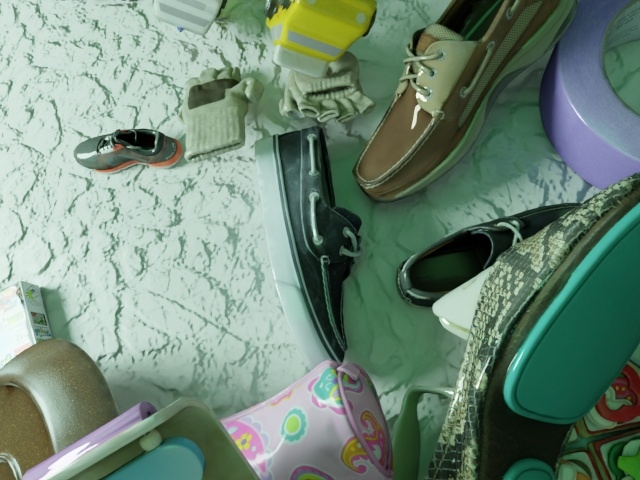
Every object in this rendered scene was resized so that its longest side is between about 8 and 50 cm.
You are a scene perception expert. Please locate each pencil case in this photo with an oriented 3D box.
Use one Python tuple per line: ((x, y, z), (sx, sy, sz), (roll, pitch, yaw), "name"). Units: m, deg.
((-0.072, 0.217, 0.481), (0.284, 0.124, 0.124), (-27, 70, 14), "pencil case")

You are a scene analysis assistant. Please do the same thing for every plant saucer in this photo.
((-0.299, 0.257, 0.500), (0.310, 0.050, 0.311), (-6, 79, 34), "plant saucer")

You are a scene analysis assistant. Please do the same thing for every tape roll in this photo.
((0.399, -0.178, 0.552), (0.274, 0.090, 0.275), (-3, 73, 9), "tape roll")

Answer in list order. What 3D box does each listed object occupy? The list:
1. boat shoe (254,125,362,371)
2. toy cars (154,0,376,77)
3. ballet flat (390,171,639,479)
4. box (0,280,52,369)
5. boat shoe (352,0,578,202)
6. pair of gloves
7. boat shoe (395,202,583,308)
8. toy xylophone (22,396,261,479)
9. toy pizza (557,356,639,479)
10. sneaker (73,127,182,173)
((0.000, 0.000, 0.568), (0.102, 0.108, 0.301), (-16, 64, 7), "boat shoe")
((-0.098, -0.274, 0.616), (0.393, 0.176, 0.087), (24, 103, 28), "toy cars")
((0.153, 0.155, 0.450), (0.182, 0.164, 0.483), (18, 85, 56), "ballet flat")
((-0.450, 0.149, 0.637), (0.207, 0.036, 0.114), (-27, 70, 1), "box")
((0.139, -0.190, 0.558), (0.324, 0.116, 0.123), (-52, 41, 5), "boat shoe")
((-0.067, -0.186, 0.636), (0.240, 0.042, 0.204), (-20, 45, -2), "pair of gloves")
((0.196, 0.015, 0.538), (0.233, 0.079, 0.084), (-19, 69, 3), "boat shoe")
((-0.100, 0.278, 0.374), (0.236, 0.081, 0.323), (-40, 98, 2), "toy xylophone")
((0.264, 0.199, 0.491), (0.201, 0.032, 0.201), (-3, 73, 9), "toy pizza")
((-0.272, -0.132, 0.675), (0.158, 0.065, 0.061), (-3, 73, 9), "sneaker")
